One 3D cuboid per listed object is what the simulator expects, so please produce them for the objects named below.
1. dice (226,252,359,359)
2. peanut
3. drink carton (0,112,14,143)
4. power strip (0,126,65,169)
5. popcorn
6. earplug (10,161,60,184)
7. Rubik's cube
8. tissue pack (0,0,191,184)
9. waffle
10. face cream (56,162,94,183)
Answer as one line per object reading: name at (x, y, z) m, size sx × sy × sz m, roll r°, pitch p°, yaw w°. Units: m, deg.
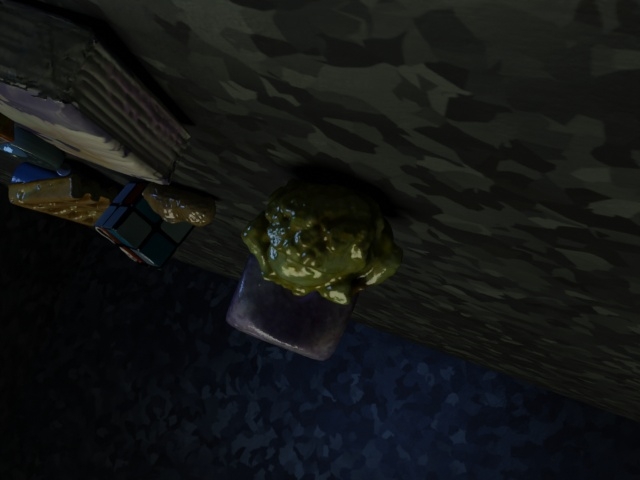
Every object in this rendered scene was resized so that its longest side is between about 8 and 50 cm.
dice at (-0.062, 0.125, 1.744) m, size 0.270 × 0.270 × 0.271 m, roll 22°, pitch 170°, yaw -3°
peanut at (-0.343, -0.089, 1.767) m, size 0.214 × 0.099 × 0.099 m, roll 11°, pitch 166°, yaw 25°
drink carton at (-0.718, -0.271, 1.465) m, size 0.071 × 0.096 × 0.223 m, roll -7°, pitch 170°, yaw 10°
power strip at (-0.790, -0.246, 1.977) m, size 0.167 × 0.054 × 0.253 m, roll 28°, pitch 168°, yaw -26°
popcorn at (0.000, 0.000, 1.197) m, size 0.255 × 0.195 × 0.256 m, roll 18°, pitch 152°, yaw -9°
earplug at (-0.893, -0.164, 2.452) m, size 0.273 × 0.132 × 0.132 m, roll 18°, pitch 170°, yaw 2°
Rubik's cube at (-0.476, -0.042, 1.952) m, size 0.183 × 0.167 × 0.180 m, roll 43°, pitch 161°, yaw -27°
tissue pack at (-0.361, -0.205, 1.050) m, size 0.242 × 0.125 × 0.343 m, roll 19°, pitch 170°, yaw 15°
waffle at (-0.723, -0.115, 2.193) m, size 0.304 × 0.077 × 0.348 m, roll -4°, pitch 166°, yaw 33°
face cream at (-0.730, -0.186, 2.168) m, size 0.072 × 0.051 × 0.182 m, roll 9°, pitch 169°, yaw 8°
